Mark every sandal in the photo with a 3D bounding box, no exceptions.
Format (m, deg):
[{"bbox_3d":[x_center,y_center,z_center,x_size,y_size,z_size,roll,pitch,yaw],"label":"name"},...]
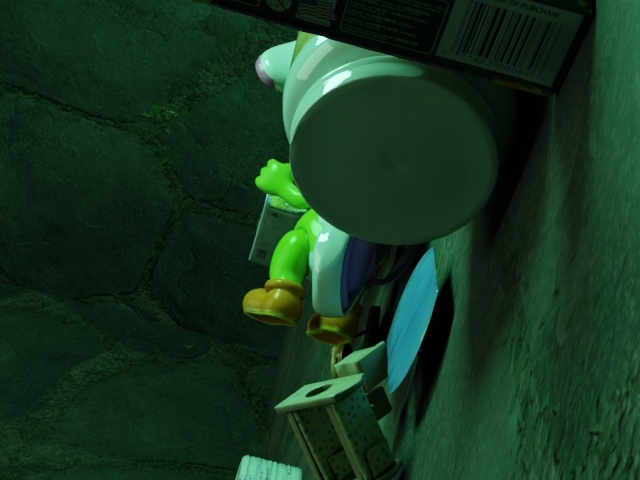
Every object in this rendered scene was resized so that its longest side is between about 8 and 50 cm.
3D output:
[{"bbox_3d":[0.091,-0.020,1.707,0.416,0.102,0.169,-58,-27,-53],"label":"sandal"},{"bbox_3d":[0.038,0.182,1.948,0.090,0.060,0.219,-79,9,-46],"label":"sandal"}]

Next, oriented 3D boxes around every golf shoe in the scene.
[{"bbox_3d":[0.042,-0.312,2.217,0.140,0.306,0.115,-58,45,51],"label":"golf shoe"}]

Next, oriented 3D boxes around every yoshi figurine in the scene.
[{"bbox_3d":[0.007,-0.041,1.915,0.203,0.203,0.362,41,-117,-64],"label":"yoshi figurine"}]

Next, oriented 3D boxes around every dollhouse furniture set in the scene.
[{"bbox_3d":[0.067,0.223,1.459,0.101,0.182,0.161,-17,9,42],"label":"dollhouse furniture set"}]

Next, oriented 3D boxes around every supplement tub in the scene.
[{"bbox_3d":[0.085,-0.167,1.323,0.316,0.228,0.228,-80,6,-49],"label":"supplement tub"}]

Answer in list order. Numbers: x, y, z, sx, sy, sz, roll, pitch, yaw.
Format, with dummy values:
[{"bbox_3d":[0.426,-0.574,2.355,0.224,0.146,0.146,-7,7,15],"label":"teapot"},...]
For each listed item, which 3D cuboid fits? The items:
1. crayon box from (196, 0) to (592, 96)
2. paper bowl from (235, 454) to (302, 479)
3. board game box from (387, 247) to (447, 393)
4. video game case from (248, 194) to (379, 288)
[{"bbox_3d":[0.059,-0.308,1.199,0.106,0.362,0.313,109,175,-47],"label":"crayon box"},{"bbox_3d":[-0.079,0.468,1.935,0.284,0.148,0.284,-166,90,-86],"label":"paper bowl"},{"bbox_3d":[0.112,0.090,1.436,0.169,0.033,0.133,-88,19,-63],"label":"board game box"},{"bbox_3d":[0.000,0.000,2.128,0.232,0.210,0.042,111,173,-66],"label":"video game case"}]
